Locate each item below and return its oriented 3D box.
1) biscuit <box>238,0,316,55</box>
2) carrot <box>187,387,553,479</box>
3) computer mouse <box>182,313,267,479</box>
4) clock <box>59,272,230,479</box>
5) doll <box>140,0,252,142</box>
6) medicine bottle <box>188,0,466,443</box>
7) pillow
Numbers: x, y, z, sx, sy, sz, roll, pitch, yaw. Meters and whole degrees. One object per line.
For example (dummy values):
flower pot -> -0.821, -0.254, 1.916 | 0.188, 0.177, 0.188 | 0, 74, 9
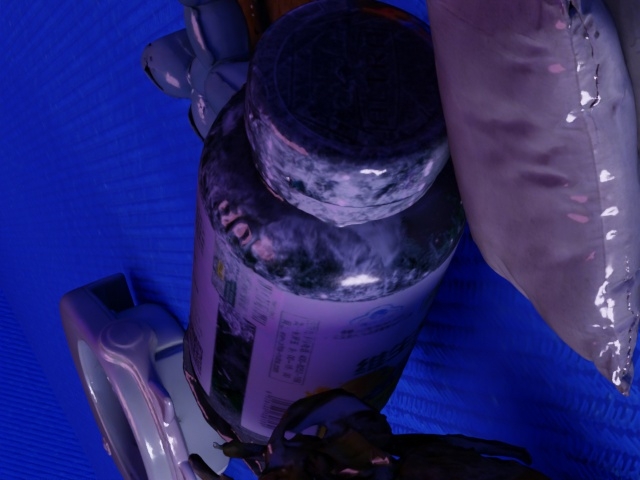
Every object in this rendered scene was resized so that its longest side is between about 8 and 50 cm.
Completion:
biscuit -> -0.032, -0.157, 0.735 | 0.188, 0.027, 0.188 | 51, 156, 34
carrot -> 0.077, 0.220, 0.620 | 0.331, 0.193, 0.214 | 60, -179, 4
computer mouse -> -0.032, 0.128, 0.985 | 0.231, 0.071, 0.126 | 44, 137, 27
clock -> -0.204, 0.195, 1.430 | 0.324, 0.109, 0.265 | 25, 132, 61
doll -> -0.066, -0.119, 0.739 | 0.158, 0.059, 0.159 | 28, 139, 57
medicine bottle -> 0.000, 0.000, 0.654 | 0.141, 0.141, 0.293 | 58, 158, 24
pillow -> 0.096, -0.045, 0.460 | 0.134, 0.078, 0.181 | 44, 153, 53
